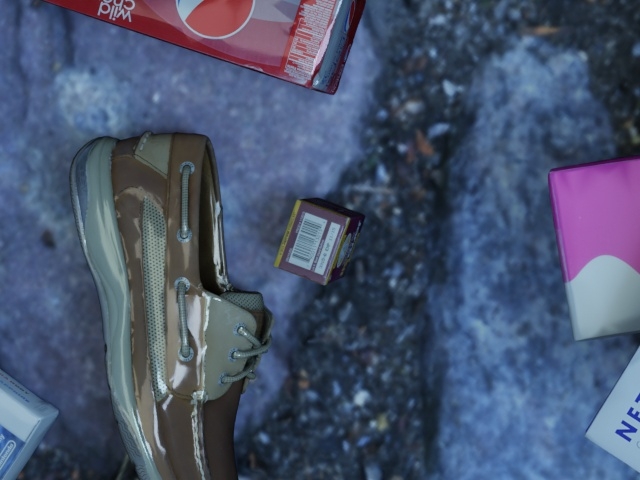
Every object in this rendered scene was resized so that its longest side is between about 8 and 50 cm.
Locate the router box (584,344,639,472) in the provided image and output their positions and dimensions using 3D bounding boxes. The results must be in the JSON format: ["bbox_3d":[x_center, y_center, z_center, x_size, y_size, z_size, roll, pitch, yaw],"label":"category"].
[{"bbox_3d":[0.352,0.050,0.860,0.301,0.082,0.335,33,121,13],"label":"router box"}]

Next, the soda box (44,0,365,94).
[{"bbox_3d":[-0.105,-0.188,1.214,0.263,0.092,0.083,20,96,9],"label":"soda box"}]

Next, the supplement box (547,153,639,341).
[{"bbox_3d":[0.217,-0.003,1.099,0.114,0.220,0.111,-9,92,11],"label":"supplement box"}]

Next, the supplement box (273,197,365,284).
[{"bbox_3d":[0.000,0.000,1.209,0.043,0.083,0.055,20,97,8],"label":"supplement box"}]

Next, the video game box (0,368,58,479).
[{"bbox_3d":[-0.342,0.167,1.301,0.187,0.048,0.205,35,98,9],"label":"video game box"}]

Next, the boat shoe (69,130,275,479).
[{"bbox_3d":[-0.096,0.072,1.215,0.116,0.123,0.324,-13,92,9],"label":"boat shoe"}]
